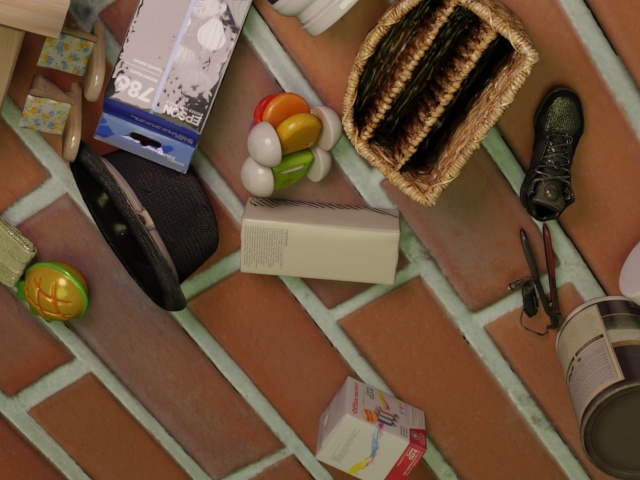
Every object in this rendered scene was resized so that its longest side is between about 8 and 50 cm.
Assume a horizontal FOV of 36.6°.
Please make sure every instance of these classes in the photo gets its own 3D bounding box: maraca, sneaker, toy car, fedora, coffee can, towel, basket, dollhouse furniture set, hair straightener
[{"bbox_3d":[-0.497,0.098,1.781,0.186,0.099,0.127,-20,110,41],"label":"maraca"},{"bbox_3d":[0.386,-0.131,1.583,0.087,0.130,0.227,10,115,-3],"label":"sneaker"},{"bbox_3d":[-0.063,-0.167,1.593,0.159,0.136,0.182,-20,151,-26],"label":"toy car"},{"bbox_3d":[-0.281,-0.049,1.636,0.152,0.334,0.334,-32,116,-21],"label":"fedora"},{"bbox_3d":[0.530,0.250,1.683,0.202,0.275,0.201,1,117,3],"label":"coffee can"},{"bbox_3d":[-0.592,0.009,1.758,0.148,0.027,0.110,40,115,3],"label":"towel"},{"bbox_3d":[0.161,-0.248,1.486,0.213,0.223,0.299,30,116,-11],"label":"basket"},{"bbox_3d":[-0.481,-0.274,1.355,0.362,0.256,0.394,12,133,-24],"label":"dollhouse furniture set"},{"bbox_3d":[0.381,0.078,1.742,0.089,0.047,0.230,-10,120,9],"label":"hair straightener"}]

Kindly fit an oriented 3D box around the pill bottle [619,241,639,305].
[{"bbox_3d":[0.682,0.113,1.658,0.318,0.176,0.176,29,115,-10],"label":"pill bottle"}]

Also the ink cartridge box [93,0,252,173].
[{"bbox_3d":[-0.228,-0.285,1.517,0.165,0.065,0.332,20,95,-7],"label":"ink cartridge box"}]

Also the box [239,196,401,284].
[{"bbox_3d":[0.000,0.000,1.694,0.275,0.094,0.113,6,118,1],"label":"box"}]

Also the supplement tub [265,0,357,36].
[{"bbox_3d":[-0.050,-0.453,1.412,0.272,0.191,0.191,42,112,-17],"label":"supplement tub"}]

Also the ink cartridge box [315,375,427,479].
[{"bbox_3d":[0.096,0.372,1.858,0.176,0.128,0.127,26,116,-10],"label":"ink cartridge box"}]
